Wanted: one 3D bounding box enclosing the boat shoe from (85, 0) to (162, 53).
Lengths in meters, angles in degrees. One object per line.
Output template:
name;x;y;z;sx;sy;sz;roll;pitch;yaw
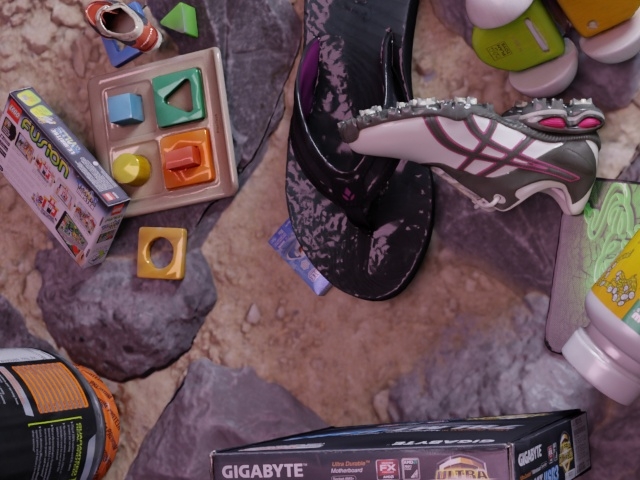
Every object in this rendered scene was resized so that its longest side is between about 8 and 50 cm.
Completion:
boat shoe;-0.244;-0.262;1.523;0.137;0.043;0.049;33;93;40

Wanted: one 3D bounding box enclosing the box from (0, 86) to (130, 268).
box;-0.322;-0.077;1.555;0.207;0.036;0.114;47;131;19

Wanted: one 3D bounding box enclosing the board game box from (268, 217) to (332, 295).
board game box;0.000;0.000;1.439;0.090;0.020;0.090;46;104;18

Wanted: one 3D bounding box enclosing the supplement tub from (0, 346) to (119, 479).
supplement tub;-0.384;0.225;1.425;0.207;0.338;0.207;-1;86;25

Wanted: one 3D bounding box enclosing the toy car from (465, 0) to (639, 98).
toy car;0.235;-0.248;1.295;0.182;0.159;0.136;-26;42;21

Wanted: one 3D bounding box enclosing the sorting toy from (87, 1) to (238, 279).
sorting toy;-0.197;-0.125;1.520;0.196;0.047;0.348;-11;83;23

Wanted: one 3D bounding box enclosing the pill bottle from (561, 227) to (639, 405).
pill bottle;0.330;0.053;1.228;0.117;0.117;0.208;42;104;20

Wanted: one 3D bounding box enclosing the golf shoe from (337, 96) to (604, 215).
golf shoe;0.154;-0.085;1.277;0.272;0.105;0.120;1;94;-9

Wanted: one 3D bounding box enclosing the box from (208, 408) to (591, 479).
box;0.088;0.217;1.238;0.295;0.293;0.073;-7;84;24

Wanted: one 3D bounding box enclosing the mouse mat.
mouse mat;0.314;0.033;1.305;0.152;0.007;0.190;7;89;24

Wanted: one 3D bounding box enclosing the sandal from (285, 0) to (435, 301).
sandal;0.028;-0.157;1.380;0.167;0.107;0.446;-4;83;21
